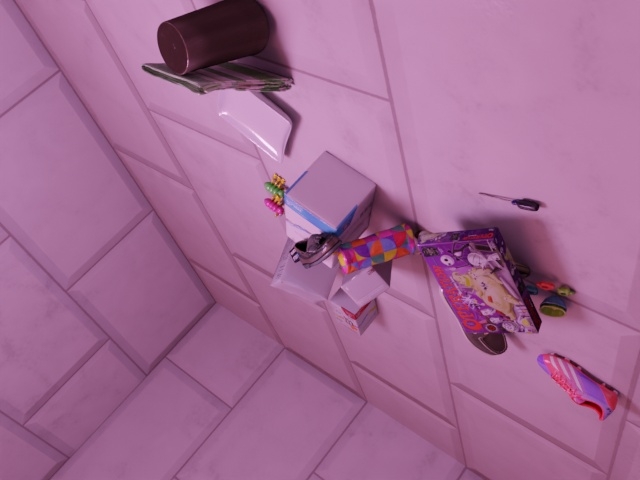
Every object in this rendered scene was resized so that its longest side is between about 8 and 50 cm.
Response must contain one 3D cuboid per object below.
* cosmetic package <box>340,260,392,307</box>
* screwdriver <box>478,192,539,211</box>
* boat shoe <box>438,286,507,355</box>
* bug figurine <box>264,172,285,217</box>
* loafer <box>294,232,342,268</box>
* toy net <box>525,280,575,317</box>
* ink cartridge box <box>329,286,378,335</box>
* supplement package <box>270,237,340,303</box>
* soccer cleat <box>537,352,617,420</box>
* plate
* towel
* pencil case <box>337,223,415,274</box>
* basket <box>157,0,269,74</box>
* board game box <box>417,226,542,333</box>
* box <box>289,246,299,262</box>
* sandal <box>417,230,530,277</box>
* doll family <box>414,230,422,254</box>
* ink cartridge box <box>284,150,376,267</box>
[{"bbox_3d":[0.151,0.095,2.075,0.127,0.238,0.107,-37,106,23],"label":"cosmetic package"},{"bbox_3d":[0.440,-0.093,1.540,0.025,0.024,0.170,21,-179,-36],"label":"screwdriver"},{"bbox_3d":[0.475,0.235,1.978,0.305,0.109,0.091,52,162,-14],"label":"boat shoe"},{"bbox_3d":[-0.116,-0.118,2.364,0.216,0.072,0.279,37,159,12],"label":"bug figurine"},{"bbox_3d":[-0.020,0.022,1.904,0.084,0.096,0.267,48,160,-3],"label":"loafer"},{"bbox_3d":[0.526,0.137,1.696,0.233,0.045,0.122,14,157,12],"label":"toy net"},{"bbox_3d":[0.135,0.265,2.590,0.128,0.127,0.176,29,156,30],"label":"ink cartridge box"},{"bbox_3d":[-0.049,0.101,2.414,0.194,0.203,0.149,25,162,-13],"label":"supplement package"},{"bbox_3d":[0.735,0.419,1.901,0.248,0.095,0.083,32,157,23],"label":"soccer cleat"},{"bbox_3d":[-0.200,-0.388,2.022,0.277,0.045,0.278,40,160,4],"label":"plate"},{"bbox_3d":[-0.266,-0.433,1.736,0.248,0.325,0.038,27,120,34],"label":"towel"},{"bbox_3d":[0.164,0.024,1.921,0.104,0.237,0.104,164,90,-79],"label":"pencil case"},{"bbox_3d":[-0.275,-0.506,1.629,0.204,0.227,0.154,8,122,47],"label":"basket"},{"bbox_3d":[0.408,0.112,1.671,0.208,0.056,0.346,-2,133,42],"label":"board game box"},{"bbox_3d":[0.000,0.000,2.245,0.051,0.175,0.220,62,160,6],"label":"box"},{"bbox_3d":[0.405,0.024,1.703,0.303,0.086,0.120,23,163,4],"label":"sandal"},{"bbox_3d":[0.330,0.034,1.893,0.111,0.076,0.193,47,162,-25],"label":"doll family"},{"bbox_3d":[0.025,-0.088,2.007,0.197,0.198,0.270,35,157,15],"label":"ink cartridge box"}]
